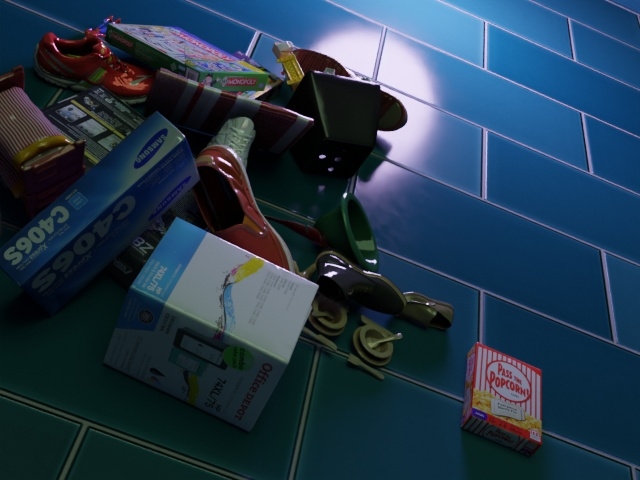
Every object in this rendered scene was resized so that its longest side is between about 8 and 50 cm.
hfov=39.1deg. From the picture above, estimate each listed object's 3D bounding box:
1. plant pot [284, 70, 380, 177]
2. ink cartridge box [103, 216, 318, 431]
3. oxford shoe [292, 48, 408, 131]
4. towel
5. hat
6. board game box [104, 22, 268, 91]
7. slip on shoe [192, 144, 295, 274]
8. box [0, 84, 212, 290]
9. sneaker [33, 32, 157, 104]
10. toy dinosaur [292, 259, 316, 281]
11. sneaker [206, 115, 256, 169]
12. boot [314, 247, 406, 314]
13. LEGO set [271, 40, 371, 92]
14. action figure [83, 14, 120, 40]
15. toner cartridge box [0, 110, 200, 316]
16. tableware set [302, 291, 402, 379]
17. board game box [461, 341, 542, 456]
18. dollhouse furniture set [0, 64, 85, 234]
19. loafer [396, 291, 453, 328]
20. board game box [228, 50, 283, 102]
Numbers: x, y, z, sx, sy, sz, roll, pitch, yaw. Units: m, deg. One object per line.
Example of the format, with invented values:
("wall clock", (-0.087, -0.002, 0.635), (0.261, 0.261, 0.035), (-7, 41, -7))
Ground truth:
("plant pot", (0.028, -0.250, 2.049), (0.188, 0.187, 0.167), (8, 55, -24))
("ink cartridge box", (-0.176, 0.138, 1.486), (0.270, 0.198, 0.197), (26, 39, -2))
("oxford shoe", (0.064, -0.366, 2.266), (0.348, 0.123, 0.130), (34, 10, 13))
("towel", (-0.200, -0.269, 1.903), (0.329, 0.237, 0.037), (16, 76, -15))
("hat", (0.000, 0.000, 1.873), (0.173, 0.184, 0.208), (-45, 115, -70))
("board game box", (-0.301, -0.411, 2.022), (0.317, 0.046, 0.214), (31, 27, 30))
("slip on shoe", (-0.149, -0.013, 1.646), (0.331, 0.123, 0.101), (66, 26, -8))
("box", (-0.389, -0.115, 1.719), (0.395, 0.097, 0.318), (37, 38, 10))
("sneaker", (-0.469, -0.374, 1.934), (0.279, 0.118, 0.107), (9, 44, -22))
("toy dinosaur", (-0.044, 0.081, 1.755), (0.093, 0.053, 0.183), (38, 39, -14))
("sneaker", (-0.175, -0.188, 1.777), (0.090, 0.115, 0.232), (26, 21, -19))
("boot", (0.071, 0.105, 1.714), (0.198, 0.076, 0.137), (28, 20, -5))
("LEGO set", (-0.019, -0.371, 2.190), (0.287, 0.107, 0.132), (28, 62, 23))
("action figure", (-0.515, -0.490, 2.105), (0.038, 0.030, 0.115), (30, 44, 12))
("toner cartridge box", (-0.356, -0.041, 1.477), (0.075, 0.165, 0.348), (41, 75, 14))
("tableware set", (0.061, 0.164, 1.693), (0.194, 0.039, 0.128), (33, 38, -11))
("board game box", (0.349, 0.302, 1.729), (0.147, 0.045, 0.193), (23, 39, -6))
("dollhouse furniture set", (-0.588, -0.100, 1.461), (0.374, 0.152, 0.201), (-35, 72, -31))
("loafer", (0.208, 0.143, 1.812), (0.148, 0.056, 0.050), (9, 37, -21))
("board game box", (-0.191, -0.376, 2.152), (0.141, 0.048, 0.170), (36, 40, 8))
